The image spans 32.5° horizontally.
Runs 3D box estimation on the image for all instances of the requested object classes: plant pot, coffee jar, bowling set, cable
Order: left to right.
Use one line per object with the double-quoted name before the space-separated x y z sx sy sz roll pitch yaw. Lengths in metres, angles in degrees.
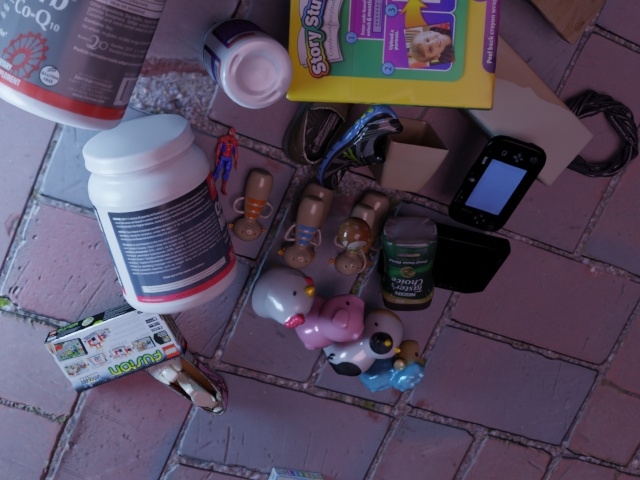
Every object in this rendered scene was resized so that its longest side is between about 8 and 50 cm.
"bowling set" 0.000 0.000 1.823 0.287 0.200 0.154 10 111 -19
"plant pot" 0.138 -0.143 1.861 0.109 0.109 0.096 6 119 -22
"coffee jar" 0.151 0.044 1.893 0.096 0.079 0.184 -2 137 1
"cable" 0.507 -0.191 2.006 0.185 0.047 0.150 17 100 -22

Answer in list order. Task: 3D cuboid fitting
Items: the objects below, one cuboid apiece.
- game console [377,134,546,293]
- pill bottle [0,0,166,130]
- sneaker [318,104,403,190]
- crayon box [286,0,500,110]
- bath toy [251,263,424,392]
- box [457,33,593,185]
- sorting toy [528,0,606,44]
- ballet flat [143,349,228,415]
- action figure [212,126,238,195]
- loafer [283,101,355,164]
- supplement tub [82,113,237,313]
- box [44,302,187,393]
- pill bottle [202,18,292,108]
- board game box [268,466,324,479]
"game console" 0.253 -0.044 1.890 0.213 0.044 0.361 12 134 -16
"pill bottle" -0.323 -0.356 1.543 0.210 0.210 0.362 17 105 -25
"sneaker" 0.063 -0.141 1.777 0.078 0.067 0.188 44 123 0
"crayon box" 0.111 -0.385 1.653 0.313 0.106 0.362 3 98 2
"bath toy" 0.034 0.154 1.907 0.348 0.129 0.151 35 101 -36
"box" 0.302 -0.243 1.851 0.311 0.148 0.121 39 95 -30
"sorting toy" 0.409 -0.485 1.766 0.257 0.089 0.255 -55 147 8
"ballet flat" -0.240 0.235 1.898 0.221 0.079 0.077 39 98 -28
"action figure" -0.156 -0.131 1.803 0.038 0.030 0.115 8 107 -17
"loafer" 0.023 -0.229 1.788 0.094 0.087 0.251 15 106 -24
"supplement tub" -0.249 -0.040 1.714 0.191 0.191 0.272 -19 117 -11
"box" -0.339 0.171 1.820 0.207 0.036 0.114 -20 118 12
"pill bottle" -0.118 -0.275 1.658 0.108 0.193 0.108 -7 115 -16
"board game box" -0.066 0.514 2.108 0.103 0.026 0.154 14 107 -24
